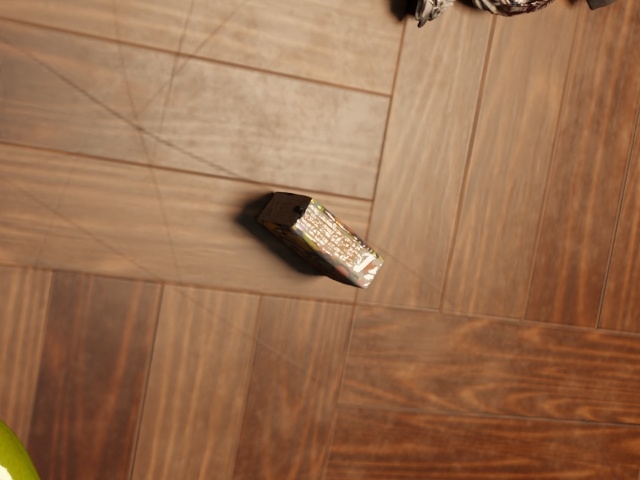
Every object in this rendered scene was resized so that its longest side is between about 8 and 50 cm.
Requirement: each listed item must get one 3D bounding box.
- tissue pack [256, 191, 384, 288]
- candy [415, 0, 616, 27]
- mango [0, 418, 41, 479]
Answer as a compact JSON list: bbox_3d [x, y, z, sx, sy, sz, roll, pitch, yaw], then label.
[{"bbox_3d":[0.000,0.000,1.047,0.083,0.063,0.035,40,76,-26],"label":"tissue pack"},{"bbox_3d":[0.166,-0.220,1.111,0.226,0.051,0.094,-17,96,-27],"label":"candy"},{"bbox_3d":[-0.237,0.190,0.936,0.117,0.089,0.163,0,98,-29],"label":"mango"}]
